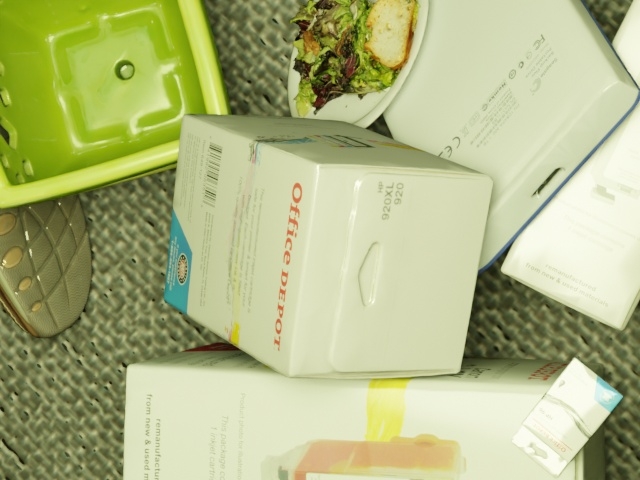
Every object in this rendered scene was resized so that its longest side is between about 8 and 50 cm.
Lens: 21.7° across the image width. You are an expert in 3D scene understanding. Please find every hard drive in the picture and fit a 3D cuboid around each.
[{"bbox_3d":[0.139,-0.152,1.438,0.210,0.040,0.319,-50,38,26],"label":"hard drive"}]

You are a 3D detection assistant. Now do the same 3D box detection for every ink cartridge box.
[{"bbox_3d":[0.188,0.137,1.279,0.048,0.028,0.083,39,94,12],"label":"ink cartridge box"},{"bbox_3d":[0.000,0.000,1.375,0.232,0.168,0.171,26,112,56],"label":"ink cartridge box"},{"bbox_3d":[0.274,-0.079,1.441,0.117,0.207,0.283,27,97,9],"label":"ink cartridge box"},{"bbox_3d":[0.051,0.183,1.468,0.384,0.279,0.160,2,91,13],"label":"ink cartridge box"}]

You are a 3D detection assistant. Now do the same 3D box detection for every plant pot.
[{"bbox_3d":[-0.201,-0.160,1.551,0.228,0.207,0.227,-15,87,5],"label":"plant pot"}]

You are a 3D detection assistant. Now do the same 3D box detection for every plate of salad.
[{"bbox_3d":[0.025,-0.185,1.533,0.200,0.048,0.200,-28,52,44],"label":"plate of salad"}]

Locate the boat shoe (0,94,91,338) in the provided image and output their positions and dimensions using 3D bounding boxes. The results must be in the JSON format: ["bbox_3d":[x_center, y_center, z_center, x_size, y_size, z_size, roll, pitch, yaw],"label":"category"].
[{"bbox_3d":[-0.332,-0.054,1.659,0.116,0.123,0.324,-18,96,47],"label":"boat shoe"}]
